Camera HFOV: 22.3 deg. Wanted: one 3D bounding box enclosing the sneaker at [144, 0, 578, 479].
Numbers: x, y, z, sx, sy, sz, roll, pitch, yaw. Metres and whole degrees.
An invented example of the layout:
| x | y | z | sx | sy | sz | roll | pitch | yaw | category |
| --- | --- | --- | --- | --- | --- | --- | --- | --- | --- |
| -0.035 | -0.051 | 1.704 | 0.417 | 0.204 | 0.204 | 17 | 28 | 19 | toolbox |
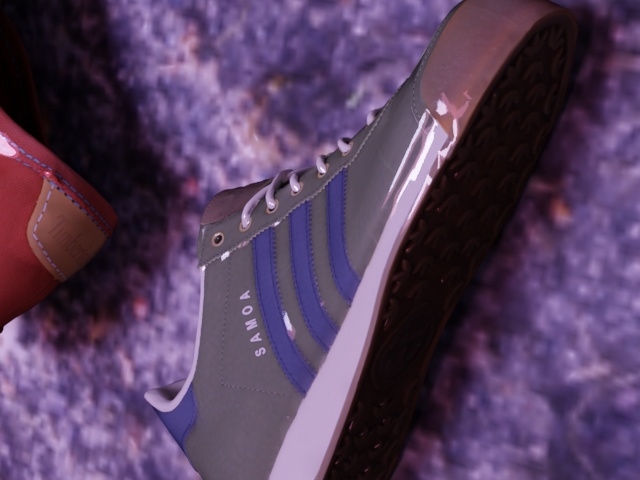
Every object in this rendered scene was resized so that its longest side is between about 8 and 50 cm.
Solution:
| x | y | z | sx | sy | sz | roll | pitch | yaw | category |
| --- | --- | --- | --- | --- | --- | --- | --- | --- | --- |
| 0.000 | 0.000 | 0.490 | 0.086 | 0.064 | 0.192 | 34 | 115 | 26 | sneaker |

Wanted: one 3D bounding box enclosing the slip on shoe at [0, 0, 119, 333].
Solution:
| x | y | z | sx | sy | sz | roll | pitch | yaw | category |
| --- | --- | --- | --- | --- | --- | --- | --- | --- | --- |
| -0.161 | -0.113 | 0.596 | 0.101 | 0.123 | 0.331 | -24 | 68 | 1 | slip on shoe |
